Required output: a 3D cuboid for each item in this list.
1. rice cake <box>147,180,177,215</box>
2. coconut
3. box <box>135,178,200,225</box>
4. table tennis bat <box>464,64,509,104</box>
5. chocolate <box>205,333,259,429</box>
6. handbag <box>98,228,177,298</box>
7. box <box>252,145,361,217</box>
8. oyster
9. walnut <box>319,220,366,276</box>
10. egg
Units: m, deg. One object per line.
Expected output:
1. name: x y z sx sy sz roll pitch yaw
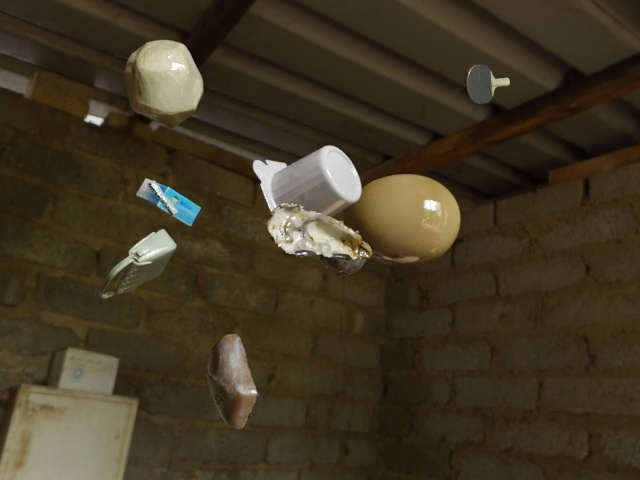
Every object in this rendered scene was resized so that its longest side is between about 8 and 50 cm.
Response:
1. rice cake: -0.464 -0.124 1.738 0.021 0.121 0.022 -38 0 36
2. coconut: -0.405 -0.402 1.542 0.224 0.224 0.224 5 -16 2
3. box: -0.503 -0.128 1.949 0.139 0.073 0.194 34 -8 -39
4. table tennis bat: 0.378 -0.354 1.338 0.156 0.087 0.013 -15 11 -37
5. chocolate: -0.244 0.361 1.531 0.083 0.161 0.261 7 28 -27
6. handbag: -0.542 0.080 1.714 0.219 0.079 0.256 -34 -7 -40
7. box: -0.024 -0.170 1.703 0.206 0.262 0.291 -27 -62 29
8. oyster: 0.000 -0.003 1.527 0.344 0.129 0.078 17 -21 -37
9. walnut: 0.092 0.036 2.356 0.224 0.224 0.224 5 -16 2
10. egg: 0.260 -0.063 1.906 0.373 0.301 0.301 -2 -17 6
